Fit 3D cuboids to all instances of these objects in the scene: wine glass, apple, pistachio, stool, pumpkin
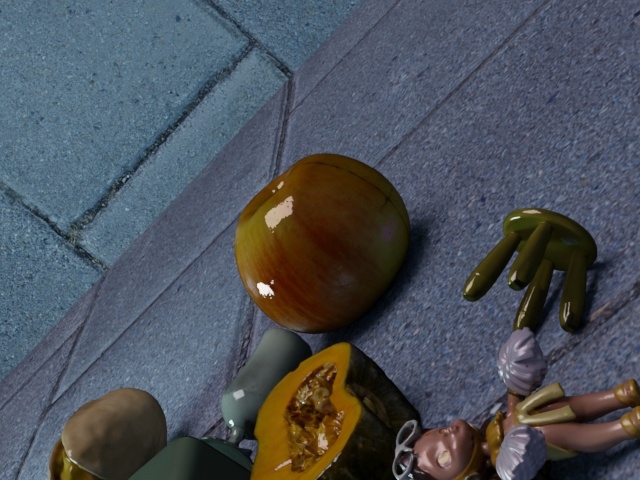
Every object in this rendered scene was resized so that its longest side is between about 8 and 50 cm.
[{"bbox_3d":[-0.095,0.243,1.647,0.103,0.103,0.231,-33,20,46],"label":"wine glass"},{"bbox_3d":[0.000,0.000,1.692,0.286,0.233,0.286,-45,16,16],"label":"apple"},{"bbox_3d":[-0.363,0.368,1.889,0.187,0.187,0.299,-44,3,19],"label":"pistachio"},{"bbox_3d":[0.239,0.038,1.207,0.110,0.134,0.135,-60,-26,-25],"label":"stool"},{"bbox_3d":[0.004,0.263,1.275,0.222,0.139,0.317,-44,18,13],"label":"pumpkin"}]

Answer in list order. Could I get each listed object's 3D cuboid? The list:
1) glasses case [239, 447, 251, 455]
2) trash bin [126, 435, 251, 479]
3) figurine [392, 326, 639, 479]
[{"bbox_3d":[-0.215,0.379,1.740,0.266,0.056,0.105,-27,27,54],"label":"glasses case"},{"bbox_3d":[-0.198,0.454,1.367,0.223,0.158,0.343,-42,23,28],"label":"trash bin"},{"bbox_3d":[0.183,0.188,1.011,0.240,0.116,0.175,-34,24,27],"label":"figurine"}]
